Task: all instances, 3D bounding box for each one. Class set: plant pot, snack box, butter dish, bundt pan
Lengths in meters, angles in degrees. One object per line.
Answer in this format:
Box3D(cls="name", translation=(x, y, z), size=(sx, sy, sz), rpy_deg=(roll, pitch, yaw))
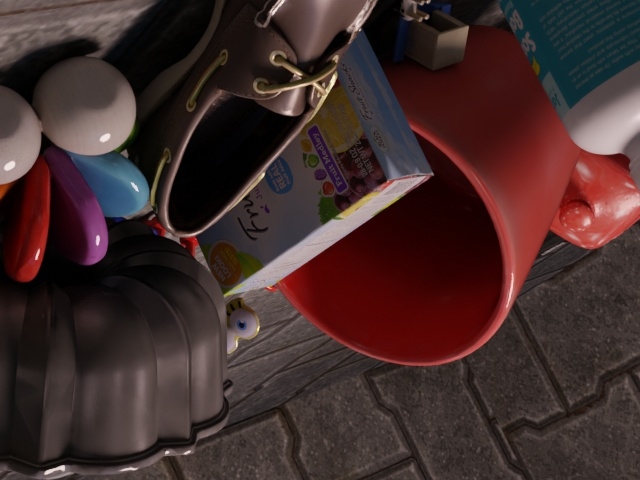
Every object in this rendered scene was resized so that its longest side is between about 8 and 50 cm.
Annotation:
Box3D(cls="plant pot", translation=(0.103, -0.062, 1.381), size=(0.275, 0.275, 0.243), rpy_deg=(-38, -175, 46))
Box3D(cls="snack box", translation=(-0.032, -0.076, 1.233), size=(0.070, 0.174, 0.207), rpy_deg=(-10, 160, -49))
Box3D(cls="butter dish", translation=(0.264, -0.054, 1.507), size=(0.160, 0.160, 0.118), rpy_deg=(-49, -169, 43))
Box3D(cls="bundt pan", translation=(-0.224, 0.059, 1.206), size=(0.331, 0.331, 0.124), rpy_deg=(-14, 120, -48))

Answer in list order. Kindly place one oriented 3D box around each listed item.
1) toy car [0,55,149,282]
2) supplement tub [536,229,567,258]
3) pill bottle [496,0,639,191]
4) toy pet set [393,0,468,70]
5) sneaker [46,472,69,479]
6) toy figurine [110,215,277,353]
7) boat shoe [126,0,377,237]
Box3D(cls="toy car", translation=(-0.205, -0.040, 1.103), size=(0.182, 0.136, 0.159), rpy_deg=(-20, 167, -29))
Box3D(cls="supplement tub", translation=(0.290, -0.124, 1.666), size=(0.338, 0.207, 0.207), rpy_deg=(-29, 169, 18))
Box3D(cls="pill bottle", translation=(0.228, -0.169, 1.166), size=(0.146, 0.264, 0.146), rpy_deg=(-25, 168, -5))
Box3D(cls="toy pet set", translation=(0.101, -0.210, 1.286), size=(0.122, 0.065, 0.114), rpy_deg=(-22, 134, -37))
Box3D(cls="sneaker", translation=(-0.380, 0.250, 2.091), size=(0.208, 0.127, 0.319), rpy_deg=(-15, 155, -51))
Box3D(cls="toy figurine", translation=(-0.236, 0.024, 1.474), size=(0.362, 0.191, 0.217), rpy_deg=(-26, 141, 37))
Box3D(cls="boat shoe", translation=(-0.039, -0.125, 1.102), size=(0.116, 0.096, 0.324), rpy_deg=(8, 141, -38))
